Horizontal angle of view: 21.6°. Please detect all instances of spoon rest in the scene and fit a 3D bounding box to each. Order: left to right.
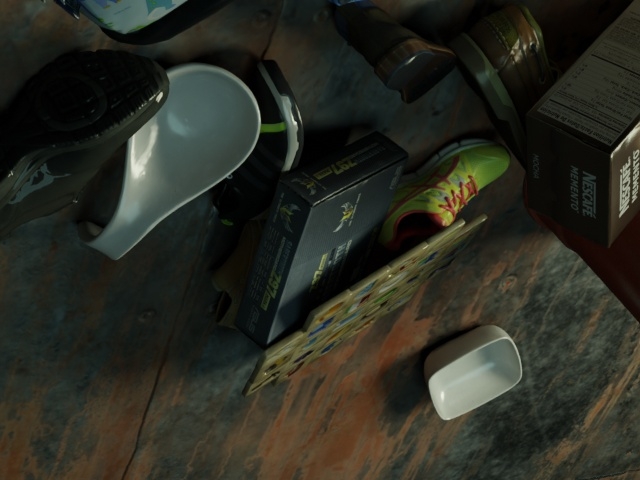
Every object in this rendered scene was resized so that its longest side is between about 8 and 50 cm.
[{"bbox_3d":[-0.173,-0.078,1.828,0.137,0.084,0.276,29,118,-20],"label":"spoon rest"}]

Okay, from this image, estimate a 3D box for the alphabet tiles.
[{"bbox_3d":[0.054,0.081,2.094,0.343,0.011,0.285,-31,168,-21],"label":"alphabet tiles"}]

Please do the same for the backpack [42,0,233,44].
[{"bbox_3d":[-0.176,-0.336,1.451,0.290,0.273,0.355,-31,130,12],"label":"backpack"}]

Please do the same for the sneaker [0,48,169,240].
[{"bbox_3d":[-0.275,-0.097,1.758,0.286,0.109,0.130,-30,152,11],"label":"sneaker"}]

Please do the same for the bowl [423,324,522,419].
[{"bbox_3d":[0.212,0.182,2.400,0.142,0.053,0.142,-27,141,-4],"label":"bowl"}]

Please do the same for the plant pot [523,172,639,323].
[{"bbox_3d":[0.442,-0.023,2.149,0.272,0.265,0.272,-18,140,-16],"label":"plant pot"}]

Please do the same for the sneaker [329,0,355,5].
[{"bbox_3d":[0.092,-0.294,1.776,0.209,0.082,0.069,-19,139,-16],"label":"sneaker"}]

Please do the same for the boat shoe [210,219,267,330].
[{"bbox_3d":[-0.098,0.046,2.047,0.072,0.068,0.190,-1,134,-10],"label":"boat shoe"}]

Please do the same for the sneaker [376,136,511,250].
[{"bbox_3d":[0.149,-0.049,2.069,0.208,0.094,0.081,-28,141,-3],"label":"sneaker"}]

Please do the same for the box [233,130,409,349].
[{"bbox_3d":[0.000,0.000,1.974,0.183,0.059,0.232,-28,147,-44],"label":"box"}]

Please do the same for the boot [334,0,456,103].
[{"bbox_3d":[0.085,-0.219,1.871,0.082,0.106,0.219,-42,169,9],"label":"boot"}]

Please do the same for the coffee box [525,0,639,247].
[{"bbox_3d":[0.372,-0.159,1.975,0.297,0.119,0.168,-46,149,-26],"label":"coffee box"}]

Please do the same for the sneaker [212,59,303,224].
[{"bbox_3d":[-0.080,-0.097,1.879,0.097,0.084,0.234,-14,139,-18],"label":"sneaker"}]

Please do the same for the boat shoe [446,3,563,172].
[{"bbox_3d":[0.255,-0.163,1.999,0.104,0.110,0.307,-37,146,2],"label":"boat shoe"}]
